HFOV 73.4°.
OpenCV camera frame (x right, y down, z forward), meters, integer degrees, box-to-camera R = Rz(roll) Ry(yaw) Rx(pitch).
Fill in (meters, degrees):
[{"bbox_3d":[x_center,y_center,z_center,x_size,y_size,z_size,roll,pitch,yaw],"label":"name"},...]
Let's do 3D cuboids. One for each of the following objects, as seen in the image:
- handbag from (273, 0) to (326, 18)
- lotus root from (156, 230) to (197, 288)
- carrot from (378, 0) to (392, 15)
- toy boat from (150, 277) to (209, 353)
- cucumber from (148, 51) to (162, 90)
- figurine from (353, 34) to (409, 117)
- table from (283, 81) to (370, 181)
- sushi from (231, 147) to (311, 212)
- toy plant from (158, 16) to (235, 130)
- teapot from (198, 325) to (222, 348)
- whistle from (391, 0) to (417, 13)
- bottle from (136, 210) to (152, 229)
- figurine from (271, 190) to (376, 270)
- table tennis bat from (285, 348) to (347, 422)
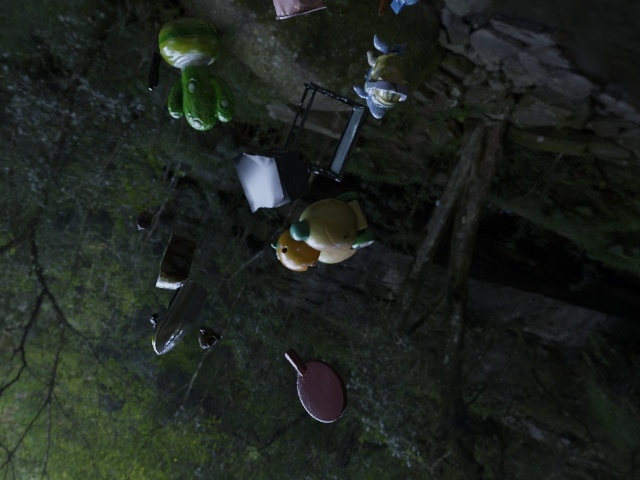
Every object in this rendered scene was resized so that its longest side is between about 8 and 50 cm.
[{"bbox_3d":[-0.086,-0.880,1.549,0.205,0.116,0.179,-2,-149,18],"label":"handbag"},{"bbox_3d":[-0.572,0.087,1.713,0.119,0.235,0.138,15,177,-16],"label":"lotus root"},{"bbox_3d":[0.184,-0.621,1.021,0.048,0.216,0.048,27,171,5],"label":"carrot"},{"bbox_3d":[-0.515,0.261,1.524,0.141,0.269,0.141,34,162,12],"label":"toy boat"},{"bbox_3d":[-0.522,-0.532,1.346,0.034,0.033,0.135,36,-134,-53],"label":"cucumber"},{"bbox_3d":[0.173,-0.437,1.159,0.128,0.208,0.184,5,-165,-16],"label":"figurine"},{"bbox_3d":[0.004,-0.474,1.874,0.272,0.335,0.222,18,-165,-17],"label":"table"},{"bbox_3d":[-0.153,-0.245,1.557,0.227,0.215,0.212,-11,-166,46],"label":"sushi"},{"bbox_3d":[-0.396,-0.509,1.356,0.224,0.316,0.184,-10,-176,13],"label":"toy plant"},{"bbox_3d":[-0.419,0.347,1.602,0.085,0.110,0.080,-23,-140,-15],"label":"teapot"},{"bbox_3d":[0.258,-0.736,1.270,0.090,0.090,0.158,22,-168,-5],"label":"whistle"},{"bbox_3d":[-0.719,-0.081,1.753,0.060,0.060,0.164,15,-174,-21],"label":"bottle"},{"bbox_3d":[0.000,0.000,1.019,0.324,0.222,0.124,103,144,-75],"label":"figurine"},{"bbox_3d":[-0.025,0.511,1.551,0.038,0.200,0.310,8,-152,-51],"label":"table tennis bat"}]
